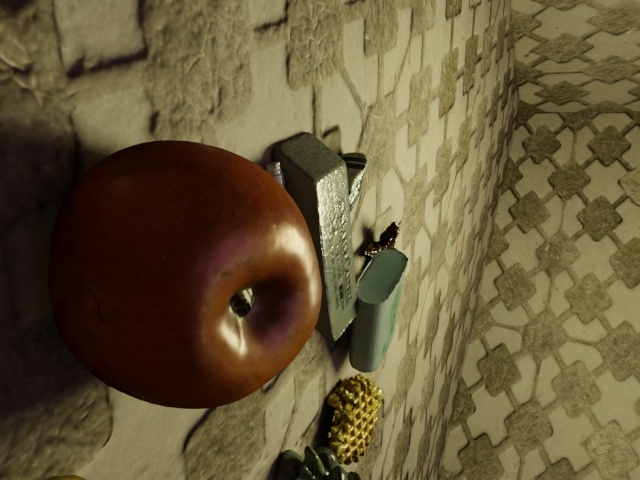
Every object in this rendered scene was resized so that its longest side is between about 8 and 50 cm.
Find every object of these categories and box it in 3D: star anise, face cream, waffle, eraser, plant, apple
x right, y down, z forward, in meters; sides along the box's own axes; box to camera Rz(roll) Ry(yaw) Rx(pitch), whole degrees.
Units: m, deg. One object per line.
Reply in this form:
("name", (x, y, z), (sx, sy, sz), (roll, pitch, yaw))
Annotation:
("star anise", (0.138, 0.037, 1.032), (0.157, 0.053, 0.213), (-40, 152, -32))
("face cream", (-0.064, -0.056, 0.677), (0.034, 0.034, 0.130), (-39, 131, -50))
("waffle", (0.069, 0.399, 1.001), (0.197, 0.070, 0.193), (30, 72, -56))
("eraser", (0.123, 0.153, 0.964), (0.174, 0.081, 0.227), (-49, 149, -43))
("plant", (0.006, 0.498, 0.849), (0.149, 0.146, 0.275), (-76, 155, -50))
("apple", (-0.118, 0.037, 0.442), (0.251, 0.206, 0.272), (-43, 134, -43))
("eraser", (0.001, 0.000, 0.761), (0.111, 0.077, 0.353), (-39, 130, -49))

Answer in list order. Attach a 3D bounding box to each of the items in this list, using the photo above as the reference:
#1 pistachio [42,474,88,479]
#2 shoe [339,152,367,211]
("pistachio", (-0.239, 0.304, 0.418), (0.110, 0.100, 0.190), (-66, 141, -72))
("shoe", (0.052, -0.107, 0.839), (0.071, 0.063, 0.143), (69, 37, -58))
